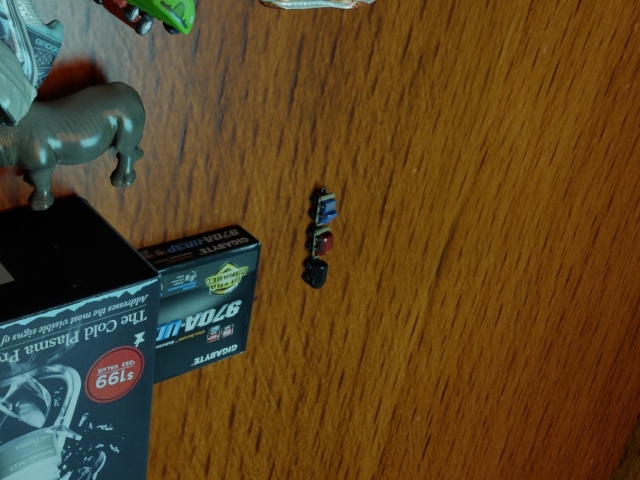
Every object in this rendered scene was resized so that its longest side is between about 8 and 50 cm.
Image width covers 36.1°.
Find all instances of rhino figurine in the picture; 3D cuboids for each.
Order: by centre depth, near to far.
[{"bbox_3d":[-0.275,-0.091,0.956,0.243,0.073,0.106,-20,136,-33],"label":"rhino figurine"}]

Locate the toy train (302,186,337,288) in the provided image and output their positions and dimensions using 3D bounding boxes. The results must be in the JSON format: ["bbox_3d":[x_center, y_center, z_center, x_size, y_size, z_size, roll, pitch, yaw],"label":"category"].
[{"bbox_3d":[0.000,0.000,1.333,0.027,0.036,0.158,-20,132,-34],"label":"toy train"}]

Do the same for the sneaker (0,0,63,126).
[{"bbox_3d":[-0.315,-0.228,0.808,0.122,0.110,0.283,-59,147,-23],"label":"sneaker"}]

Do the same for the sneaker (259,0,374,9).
[{"bbox_3d":[0.008,-0.293,1.095,0.175,0.064,0.067,-14,118,-42],"label":"sneaker"}]

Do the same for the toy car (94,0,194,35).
[{"bbox_3d":[-0.170,-0.234,0.828,0.053,0.225,0.239,-53,141,-3],"label":"toy car"}]

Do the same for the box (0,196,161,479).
[{"bbox_3d":[-0.355,0.160,0.984,0.343,0.179,0.312,-17,131,-36],"label":"box"}]

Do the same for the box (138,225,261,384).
[{"bbox_3d":[-0.182,0.087,1.204,0.220,0.051,0.175,-16,129,-38],"label":"box"}]
